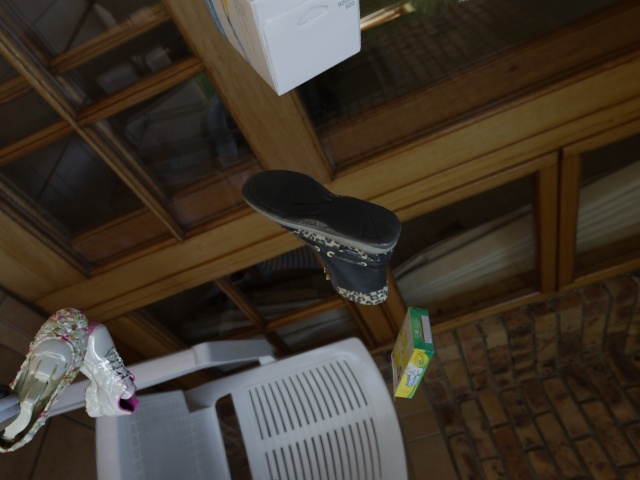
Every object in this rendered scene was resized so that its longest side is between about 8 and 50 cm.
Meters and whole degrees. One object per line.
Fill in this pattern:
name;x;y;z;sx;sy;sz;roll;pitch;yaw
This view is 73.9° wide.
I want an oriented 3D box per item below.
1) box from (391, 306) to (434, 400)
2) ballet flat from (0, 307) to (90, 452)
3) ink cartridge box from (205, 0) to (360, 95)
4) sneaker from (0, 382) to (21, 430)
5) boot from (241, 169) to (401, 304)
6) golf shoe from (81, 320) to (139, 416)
box;0.175;0.230;0.840;0.105;0.043;0.179;-83;-177;-50
ballet flat;-0.446;0.228;0.682;0.091;0.240;0.077;25;-3;-20
ink cartridge box;-0.072;-0.391;0.680;0.232;0.171;0.168;52;-10;28
sneaker;-0.360;0.086;0.266;0.282;0.099;0.153;0;77;-44
boot;0.000;0.002;0.623;0.085;0.237;0.178;-56;155;-28
golf shoe;-0.571;0.357;1.165;0.115;0.140;0.306;-71;167;-64
